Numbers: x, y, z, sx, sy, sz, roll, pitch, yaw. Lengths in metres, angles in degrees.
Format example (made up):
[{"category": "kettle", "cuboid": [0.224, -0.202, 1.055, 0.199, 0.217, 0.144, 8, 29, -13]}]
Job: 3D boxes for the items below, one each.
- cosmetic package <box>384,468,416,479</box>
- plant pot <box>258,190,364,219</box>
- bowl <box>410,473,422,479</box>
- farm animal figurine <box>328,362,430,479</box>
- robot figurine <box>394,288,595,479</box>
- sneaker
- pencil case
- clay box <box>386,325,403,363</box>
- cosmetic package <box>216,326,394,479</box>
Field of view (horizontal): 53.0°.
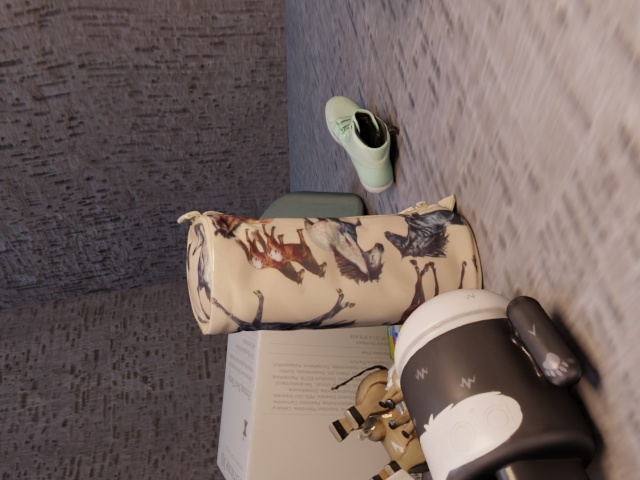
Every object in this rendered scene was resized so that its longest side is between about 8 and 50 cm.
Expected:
[{"category": "cosmetic package", "cuboid": [0.195, 0.511, 0.782, 0.377, 0.097, 0.284, 31, 137, 47]}, {"category": "plant pot", "cuboid": [0.000, 0.000, 1.608, 0.252, 0.248, 0.247, -70, -20, -55]}, {"category": "bowl", "cuboid": [0.170, 0.478, 1.480, 0.170, 0.080, 0.170, 171, 90, -81]}, {"category": "farm animal figurine", "cuboid": [0.149, 0.337, 0.995, 0.326, 0.172, 0.330, 61, 145, 3]}, {"category": "robot figurine", "cuboid": [0.188, 0.183, 0.707, 0.173, 0.209, 0.278, 48, -162, -44]}, {"category": "sneaker", "cuboid": [0.078, -0.233, 1.262, 0.151, 0.094, 0.255, 82, 165, -57]}, {"category": "pencil case", "cuboid": [0.012, 0.034, 0.904, 0.160, 0.411, 0.183, 127, 139, -64]}, {"category": "clay box", "cuboid": [0.172, 0.193, 1.241, 0.222, 0.053, 0.127, -139, 41, -77]}, {"category": "cosmetic package", "cuboid": [-0.036, 0.360, 1.468, 0.329, 0.328, 0.393, 172, 103, -71]}]
